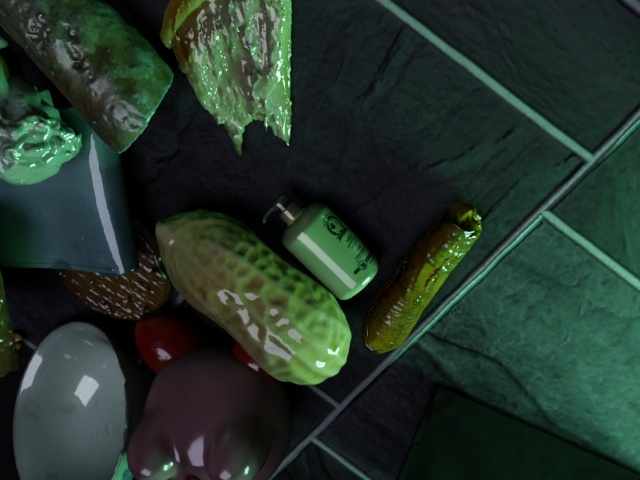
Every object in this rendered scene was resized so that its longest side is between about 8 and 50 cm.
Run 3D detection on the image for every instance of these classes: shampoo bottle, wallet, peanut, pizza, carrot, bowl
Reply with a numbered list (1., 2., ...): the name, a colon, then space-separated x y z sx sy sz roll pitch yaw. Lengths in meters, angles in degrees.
1. shampoo bottle: 0.000 0.000 1.291 0.162 0.079 0.079 45 128 -8
2. wallet: -0.400 -0.072 1.410 0.291 0.054 0.251 -1 108 26
3. peanut: -0.095 0.066 1.328 0.325 0.153 0.140 40 110 15
4. pizza: -0.111 -0.219 1.221 0.181 0.034 0.262 6 124 19
5. carrot: 0.128 0.054 1.279 0.070 0.070 0.260 33 128 0
6. bowl: -0.354 0.294 1.582 0.313 0.313 0.146 -28 152 35

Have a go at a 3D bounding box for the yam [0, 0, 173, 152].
1. yam: -0.322 -0.265 1.230 0.330 0.133 0.133 45 128 -4

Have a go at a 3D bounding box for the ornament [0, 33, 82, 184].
1. ornament: -0.434 -0.200 1.262 0.130 0.120 0.285 -35 100 -6

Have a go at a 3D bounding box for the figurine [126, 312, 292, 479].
1. figurine: -0.145 0.260 1.463 0.270 0.261 0.211 -4 151 20

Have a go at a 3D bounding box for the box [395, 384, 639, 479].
1. box: 0.252 0.406 1.341 0.345 0.251 0.204 24 128 8

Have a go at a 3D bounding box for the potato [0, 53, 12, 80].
1. potato: -0.510 -0.237 1.360 0.171 0.080 0.107 24 114 9

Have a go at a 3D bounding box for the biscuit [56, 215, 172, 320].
1. biscuit: -0.321 0.033 1.482 0.212 0.036 0.212 13 125 19

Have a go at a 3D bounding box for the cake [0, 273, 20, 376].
1. cake: -0.611 0.074 1.442 0.290 0.256 0.282 49 147 43

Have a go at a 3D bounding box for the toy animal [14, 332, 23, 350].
1. toy animal: -0.568 0.208 1.693 0.159 0.070 0.083 -25 69 21
